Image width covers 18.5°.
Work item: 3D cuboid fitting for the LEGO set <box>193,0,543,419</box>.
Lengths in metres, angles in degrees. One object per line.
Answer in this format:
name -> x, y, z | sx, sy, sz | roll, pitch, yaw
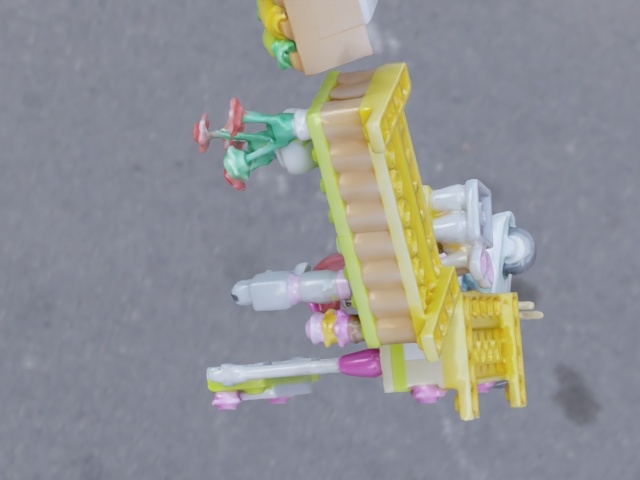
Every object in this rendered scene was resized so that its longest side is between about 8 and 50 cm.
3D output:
LEGO set -> 0.000, 0.000, 0.727 | 0.107, 0.287, 0.132 | -6, 64, 18
